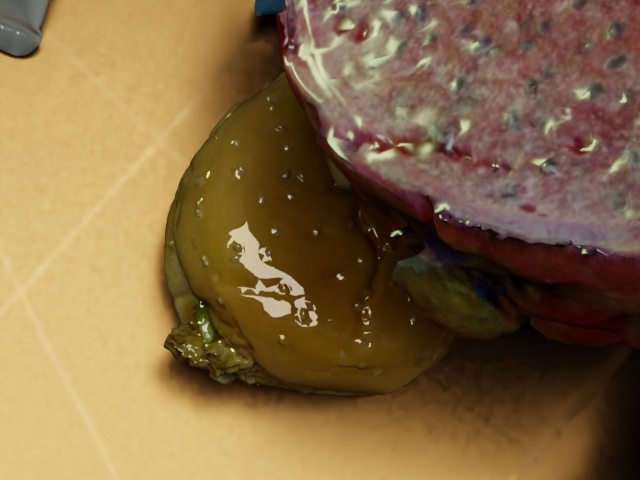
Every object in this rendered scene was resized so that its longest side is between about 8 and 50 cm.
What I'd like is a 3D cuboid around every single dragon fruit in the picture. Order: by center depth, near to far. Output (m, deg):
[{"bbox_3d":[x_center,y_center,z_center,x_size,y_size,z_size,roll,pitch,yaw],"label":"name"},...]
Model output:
[{"bbox_3d":[0.149,-0.064,0.723,0.296,0.263,0.314,-18,65,15],"label":"dragon fruit"}]

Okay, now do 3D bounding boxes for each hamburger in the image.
[{"bbox_3d":[0.000,0.000,0.797,0.138,0.083,0.147,12,70,-7],"label":"hamburger"}]

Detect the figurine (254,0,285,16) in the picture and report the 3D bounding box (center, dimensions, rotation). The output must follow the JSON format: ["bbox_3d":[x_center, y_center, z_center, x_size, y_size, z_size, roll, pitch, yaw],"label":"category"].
[{"bbox_3d":[0.033,-0.113,0.832,0.114,0.079,0.114,-1,87,14],"label":"figurine"}]

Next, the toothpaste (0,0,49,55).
[{"bbox_3d":[-0.117,-0.244,0.786,0.100,0.066,0.323,23,106,-5],"label":"toothpaste"}]
